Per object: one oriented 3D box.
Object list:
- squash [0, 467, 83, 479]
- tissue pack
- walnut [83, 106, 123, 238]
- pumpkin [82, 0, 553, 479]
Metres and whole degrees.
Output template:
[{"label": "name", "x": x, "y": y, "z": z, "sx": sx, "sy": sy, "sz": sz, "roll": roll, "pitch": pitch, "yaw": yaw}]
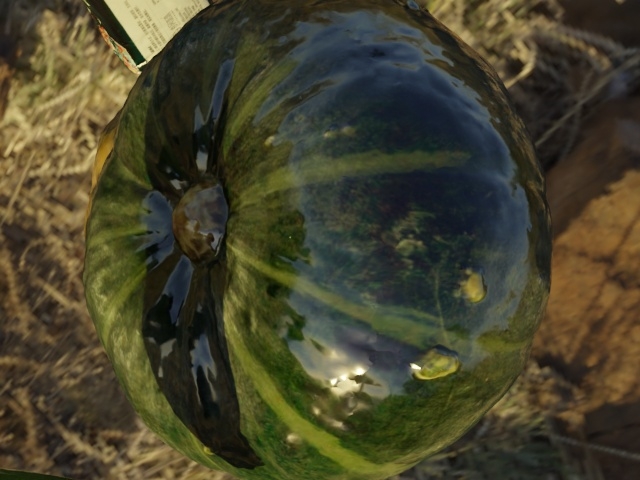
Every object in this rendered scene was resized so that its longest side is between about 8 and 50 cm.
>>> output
[{"label": "squash", "x": -0.140, "y": 0.142, "z": 0.711, "sx": 0.252, "sy": 0.066, "sz": 0.066, "roll": 19, "pitch": 63, "yaw": -49}, {"label": "tissue pack", "x": -0.161, "y": -0.228, "z": 1.289, "sx": 0.103, "sy": 0.170, "sz": 0.090, "roll": -42, "pitch": 61, "yaw": -7}, {"label": "walnut", "x": -0.092, "y": -0.016, "z": 1.535, "sx": 0.306, "sy": 0.306, "sz": 0.344, "roll": 3, "pitch": 59, "yaw": -22}, {"label": "pumpkin", "x": 0.000, "y": 0.000, "z": 0.876, "sx": 0.207, "sy": 0.300, "sz": 0.300, "roll": 16, "pitch": 66, "yaw": -44}]
